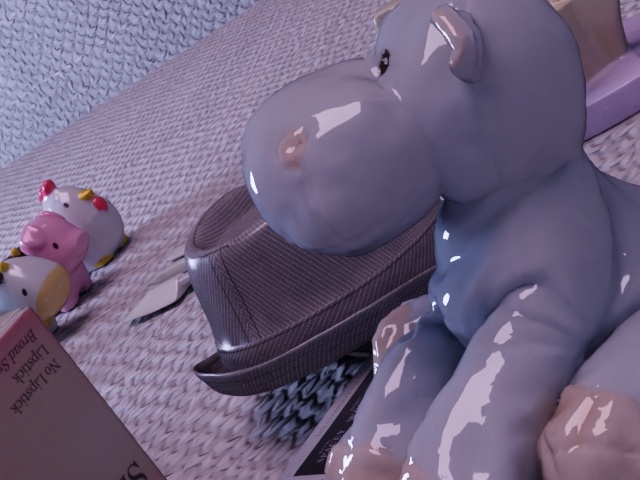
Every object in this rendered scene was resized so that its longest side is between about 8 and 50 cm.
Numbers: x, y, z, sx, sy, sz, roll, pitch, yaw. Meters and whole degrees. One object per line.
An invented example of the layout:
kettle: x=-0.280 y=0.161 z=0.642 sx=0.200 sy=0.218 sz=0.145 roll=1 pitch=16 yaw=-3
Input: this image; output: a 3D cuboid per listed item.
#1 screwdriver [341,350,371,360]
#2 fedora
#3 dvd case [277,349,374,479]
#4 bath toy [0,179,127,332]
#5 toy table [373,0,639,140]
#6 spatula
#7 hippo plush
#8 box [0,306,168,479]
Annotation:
screwdriver: x=0.026 y=0.085 z=1.012 sx=0.025 sy=0.024 sz=0.170 roll=-42 pitch=23 yaw=-24
fedora: x=0.000 y=0.000 z=1.018 sx=0.243 sy=0.124 sz=0.275 roll=-21 pitch=12 yaw=46
dvd case: x=0.099 y=0.092 z=0.831 sx=0.238 sy=0.029 sz=0.179 roll=-13 pitch=29 yaw=45
bath toy: x=-0.338 y=0.032 z=1.650 sx=0.151 sy=0.129 sz=0.348 roll=-27 pitch=19 yaw=27
toy table: x=0.185 y=-0.179 z=1.171 sx=0.274 sy=0.161 sz=0.252 roll=-28 pitch=19 yaw=19
spatula: x=-0.095 y=0.004 z=1.461 sx=0.242 sy=0.019 sz=0.168 roll=-25 pitch=14 yaw=27
hippo plush: x=0.091 y=-0.004 z=0.666 sx=0.294 sy=0.236 sz=0.234 roll=-28 pitch=21 yaw=12
box: x=-0.170 y=0.178 z=0.773 sx=0.127 sy=0.232 sz=0.148 roll=-20 pitch=23 yaw=40
